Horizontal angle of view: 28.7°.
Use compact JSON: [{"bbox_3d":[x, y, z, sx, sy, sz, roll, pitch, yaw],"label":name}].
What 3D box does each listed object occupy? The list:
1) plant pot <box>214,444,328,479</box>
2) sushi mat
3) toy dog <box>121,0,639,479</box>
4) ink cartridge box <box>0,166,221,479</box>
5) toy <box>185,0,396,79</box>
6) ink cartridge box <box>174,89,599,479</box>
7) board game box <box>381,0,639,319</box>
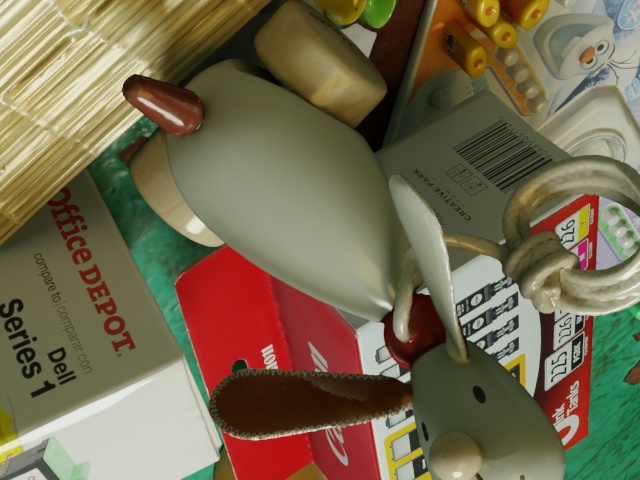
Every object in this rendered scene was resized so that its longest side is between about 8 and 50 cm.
[{"bbox_3d":[0.033,0.251,1.125,0.205,0.188,0.205,-18,137,-18],"label":"plant pot"},{"bbox_3d":[-0.134,-0.127,0.704,0.316,0.019,0.151,-39,134,13],"label":"sushi mat"},{"bbox_3d":[0.000,0.000,0.687,0.161,0.334,0.220,7,111,-57],"label":"toy dog"},{"bbox_3d":[-0.231,0.095,0.791,0.278,0.201,0.117,-24,139,-12],"label":"ink cartridge box"},{"bbox_3d":[-0.066,-0.164,0.757,0.237,0.056,0.137,3,127,-27],"label":"toy"},{"bbox_3d":[0.061,0.091,0.931,0.272,0.130,0.309,-30,140,-16],"label":"ink cartridge box"},{"bbox_3d":[0.222,-0.058,1.055,0.390,0.050,0.390,-8,133,-27],"label":"board game box"}]
